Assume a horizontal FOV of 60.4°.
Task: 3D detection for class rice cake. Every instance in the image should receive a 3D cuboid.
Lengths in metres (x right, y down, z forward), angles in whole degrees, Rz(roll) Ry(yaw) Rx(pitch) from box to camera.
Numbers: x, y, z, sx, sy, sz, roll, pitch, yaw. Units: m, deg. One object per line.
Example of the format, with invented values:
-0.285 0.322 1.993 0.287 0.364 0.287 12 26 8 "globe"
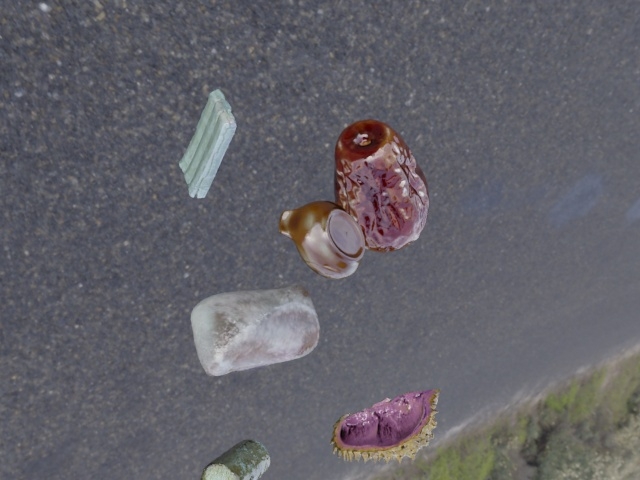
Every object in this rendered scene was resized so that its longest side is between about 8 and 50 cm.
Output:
-0.241 -0.206 1.181 0.038 0.124 0.211 3 139 -39 "rice cake"

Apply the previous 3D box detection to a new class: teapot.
0.000 0.000 0.704 0.078 0.098 0.129 -17 148 37 "teapot"

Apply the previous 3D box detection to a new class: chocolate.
-0.135 0.188 1.248 0.303 0.185 0.100 -8 159 -29 "chocolate"

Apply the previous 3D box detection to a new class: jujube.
0.105 -0.096 0.987 0.190 0.190 0.255 -36 144 -12 "jujube"

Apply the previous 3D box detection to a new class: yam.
-0.195 0.544 1.307 0.107 0.107 0.194 -52 165 12 "yam"

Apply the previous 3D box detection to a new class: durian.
0.177 0.520 1.455 0.341 0.191 0.112 -25 117 18 "durian"
